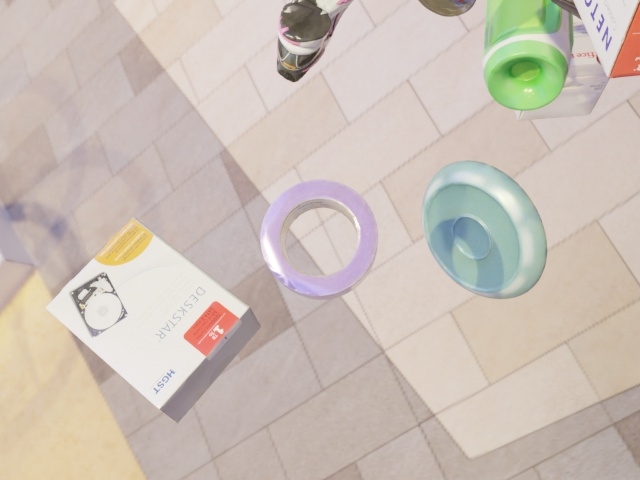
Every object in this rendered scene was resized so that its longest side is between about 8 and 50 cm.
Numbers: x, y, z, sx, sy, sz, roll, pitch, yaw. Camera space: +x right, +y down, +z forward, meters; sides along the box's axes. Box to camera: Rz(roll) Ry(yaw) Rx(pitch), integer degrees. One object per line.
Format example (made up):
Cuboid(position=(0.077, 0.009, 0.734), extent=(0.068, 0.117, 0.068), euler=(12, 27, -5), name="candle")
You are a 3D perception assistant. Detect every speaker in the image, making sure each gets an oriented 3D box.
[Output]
Cuboid(position=(0.318, -0.339, 1.233), extent=(0.131, 0.131, 0.296), euler=(-13, 46, 29), name="speaker")

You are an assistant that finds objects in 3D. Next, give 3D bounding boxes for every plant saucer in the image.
Cuboid(position=(0.328, -0.013, 1.690), extent=(0.317, 0.043, 0.318), euler=(29, 132, 37), name="plant saucer")

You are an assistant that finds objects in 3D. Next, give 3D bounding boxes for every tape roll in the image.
Cuboid(position=(0.000, 0.000, 1.305), extent=(0.189, 0.080, 0.189), euler=(-1, 82, 4), name="tape roll")

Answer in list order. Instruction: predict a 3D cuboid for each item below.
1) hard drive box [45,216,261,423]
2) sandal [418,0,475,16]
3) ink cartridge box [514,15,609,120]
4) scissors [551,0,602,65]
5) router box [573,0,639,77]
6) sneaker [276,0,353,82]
Cuboid(position=(-0.231, 0.108, 1.121), extent=(0.232, 0.089, 0.181), euler=(34, 73, 20), name="hard drive box")
Cuboid(position=(0.147, -0.356, 0.972), extent=(0.090, 0.219, 0.060), euler=(-14, 51, 4), name="sandal")
Cuboid(position=(0.484, -0.396, 1.691), extent=(0.171, 0.168, 0.233), euler=(-6, 59, -7), name="ink cartridge box")
Cuboid(position=(0.338, -0.232, 0.880), extent=(0.109, 0.297, 0.021), euler=(6, 89, 30), name="scissors")
Cuboid(position=(0.254, -0.351, 0.618), extent=(0.082, 0.301, 0.335), euler=(-5, 55, -4), name="router box")
Cuboid(position=(-0.015, -0.240, 0.892), extent=(0.072, 0.178, 0.077), euler=(26, 134, 3), name="sneaker")
